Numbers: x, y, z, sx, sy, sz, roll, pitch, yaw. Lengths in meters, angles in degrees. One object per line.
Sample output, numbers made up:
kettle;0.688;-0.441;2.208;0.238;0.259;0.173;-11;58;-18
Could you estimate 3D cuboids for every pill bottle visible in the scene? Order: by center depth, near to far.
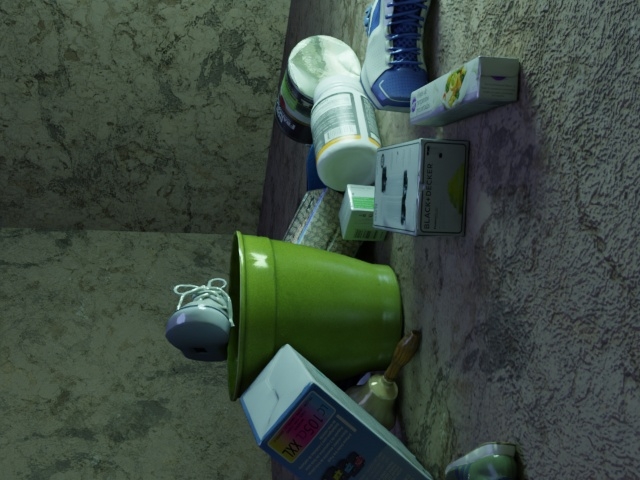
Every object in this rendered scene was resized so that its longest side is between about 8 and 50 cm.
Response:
pill bottle;0.059;-0.266;1.849;0.162;0.162;0.278;104;165;-48

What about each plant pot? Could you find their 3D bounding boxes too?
plant pot;-0.017;0.168;1.669;0.366;0.353;0.366;-178;90;-80

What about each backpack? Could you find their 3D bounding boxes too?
backpack;0.054;0.326;1.937;0.084;0.105;0.114;-114;27;-68

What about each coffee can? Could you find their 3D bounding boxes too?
coffee can;-0.014;-0.421;2.150;0.275;0.202;0.201;123;147;-69

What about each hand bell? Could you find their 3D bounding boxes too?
hand bell;0.146;0.270;1.549;0.126;0.126;0.242;-101;30;-50

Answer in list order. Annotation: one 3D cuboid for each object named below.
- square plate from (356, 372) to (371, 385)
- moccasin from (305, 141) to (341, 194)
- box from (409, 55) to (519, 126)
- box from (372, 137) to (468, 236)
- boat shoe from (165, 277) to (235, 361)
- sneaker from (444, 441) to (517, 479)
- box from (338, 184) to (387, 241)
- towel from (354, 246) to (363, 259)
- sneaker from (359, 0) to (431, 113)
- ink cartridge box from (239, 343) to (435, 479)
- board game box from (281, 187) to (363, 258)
square plate;0.087;0.549;1.877;0.347;0.049;0.343;107;162;-55
moccasin;0.012;-0.212;2.153;0.116;0.138;0.341;-79;5;-49
box;0.224;-0.236;1.235;0.324;0.067;0.063;-171;84;-80
box;0.177;-0.095;1.400;0.290;0.087;0.169;-166;78;-79
boat shoe;-0.241;0.151;1.608;0.367;0.136;0.156;93;178;-71
sneaker;0.230;0.360;1.102;0.192;0.064;0.086;114;160;-56
box;0.103;-0.062;1.743;0.102;0.101;0.087;105;163;-45
towel;0.061;0.077;1.985;0.152;0.023;0.113;-56;13;1
sneaker;0.151;-0.415;1.480;0.182;0.128;0.315;106;164;-59
ink cartridge box;0.056;0.394;1.403;0.151;0.395;0.270;-50;13;-3
board game box;0.000;0.000;1.959;0.232;0.141;0.291;-64;10;-4
